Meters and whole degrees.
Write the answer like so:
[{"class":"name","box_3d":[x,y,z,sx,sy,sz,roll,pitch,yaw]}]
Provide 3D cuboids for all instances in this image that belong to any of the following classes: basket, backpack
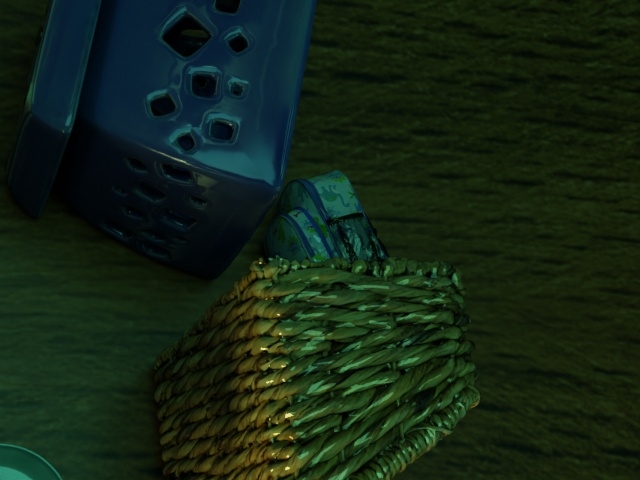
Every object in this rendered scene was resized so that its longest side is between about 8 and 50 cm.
[{"class":"basket","box_3d":[0.008,0.161,1.411,0.213,0.299,0.223,2,69,-23]},{"class":"backpack","box_3d":[0.000,0.000,1.573,0.084,0.105,0.114,-13,72,-26]}]

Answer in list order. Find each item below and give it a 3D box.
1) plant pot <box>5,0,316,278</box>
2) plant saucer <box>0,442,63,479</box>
[{"class":"plant pot","box_3d":[-0.140,-0.127,1.496,0.212,0.236,0.236,14,68,-10]},{"class":"plant saucer","box_3d":[-0.261,0.225,1.436,0.119,0.021,0.119,8,69,-20]}]
